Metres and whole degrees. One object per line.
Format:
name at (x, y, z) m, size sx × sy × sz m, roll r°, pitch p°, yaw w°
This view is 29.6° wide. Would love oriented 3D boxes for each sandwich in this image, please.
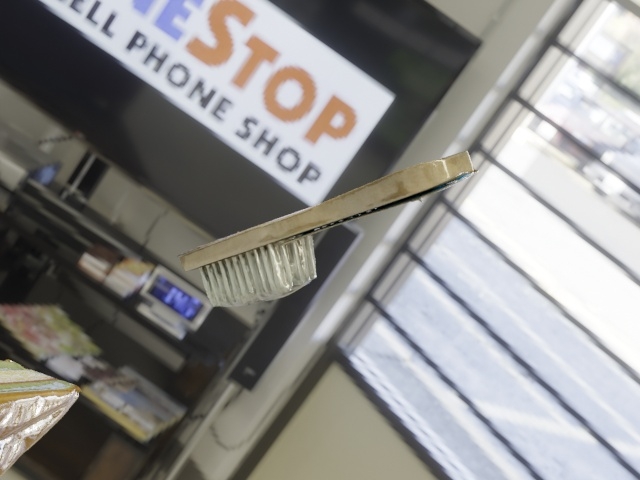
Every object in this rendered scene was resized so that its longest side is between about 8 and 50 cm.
sandwich at (-0.258, 0.151, 0.879) m, size 0.079 × 0.114 × 0.163 m, roll 18°, pitch 3°, yaw 18°

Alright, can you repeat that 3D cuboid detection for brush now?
brush at (0.000, 0.000, 0.927) m, size 0.070 × 0.327 × 0.065 m, roll -18°, pitch 88°, yaw -40°
